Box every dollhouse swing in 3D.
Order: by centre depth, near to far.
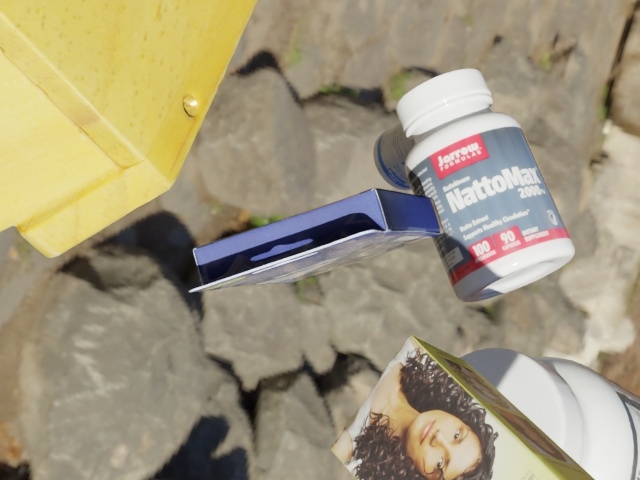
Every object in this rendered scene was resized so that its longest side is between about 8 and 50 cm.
[{"bbox_3d":[-0.281,-0.175,0.861,0.347,0.305,0.315,46,47,-32],"label":"dollhouse swing"}]

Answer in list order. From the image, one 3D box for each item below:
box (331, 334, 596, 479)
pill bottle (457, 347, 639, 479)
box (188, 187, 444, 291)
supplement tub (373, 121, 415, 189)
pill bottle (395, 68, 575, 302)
[{"bbox_3d":[0.101,0.148,0.675,0.058,0.232,0.087,26,100,-42],"label":"box"},{"bbox_3d":[0.201,0.185,1.056,0.278,0.162,0.162,28,80,-47],"label":"pill bottle"},{"bbox_3d":[0.000,0.000,0.939,0.225,0.136,0.036,-3,76,-74],"label":"box"},{"bbox_3d":[0.110,-0.099,1.337,0.107,0.071,0.071,-28,-155,52],"label":"supplement tub"},{"bbox_3d":[0.133,-0.048,1.109,0.180,0.108,0.108,68,12,14],"label":"pill bottle"}]
